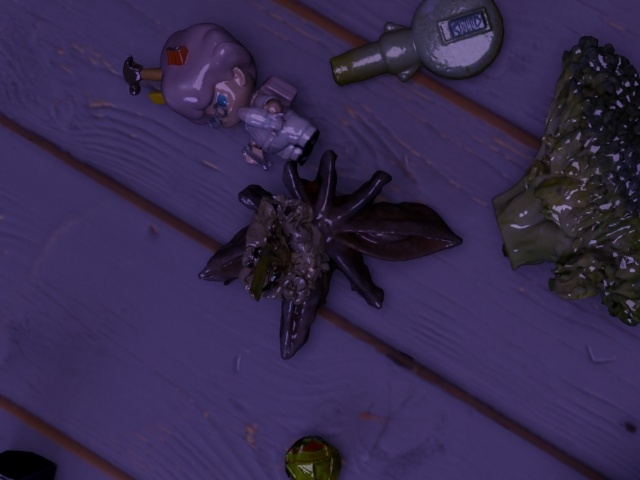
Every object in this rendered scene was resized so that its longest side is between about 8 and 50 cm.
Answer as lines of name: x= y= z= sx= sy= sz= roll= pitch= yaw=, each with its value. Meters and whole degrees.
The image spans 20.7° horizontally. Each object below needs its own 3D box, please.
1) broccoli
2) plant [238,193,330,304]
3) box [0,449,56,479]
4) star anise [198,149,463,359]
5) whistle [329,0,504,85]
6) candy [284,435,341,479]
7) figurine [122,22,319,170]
broccoli: x=0.274 y=-0.053 z=1.840 sx=0.245 sy=0.288 sz=0.248 roll=-24 pitch=124 yaw=22
plant: x=-0.053 y=0.016 z=1.828 sx=0.104 sy=0.122 sz=0.116 roll=-5 pitch=104 yaw=26
box: x=-0.370 y=0.368 z=1.942 sx=0.071 sy=0.168 sz=0.259 roll=12 pitch=90 yaw=7
star anise: x=-0.004 y=0.002 z=1.927 sx=0.257 sy=0.110 sz=0.198 roll=-38 pitch=99 yaw=13
whistle: x=0.105 y=-0.216 z=1.934 sx=0.198 sy=0.057 sz=0.104 roll=-16 pitch=86 yaw=7
candy: x=0.002 y=0.312 z=1.949 sx=0.062 sy=0.058 sz=0.194 roll=-8 pitch=96 yaw=17
figurine: x=-0.101 y=-0.165 z=1.939 sx=0.229 sy=0.137 sz=0.112 roll=33 pitch=62 yaw=4
